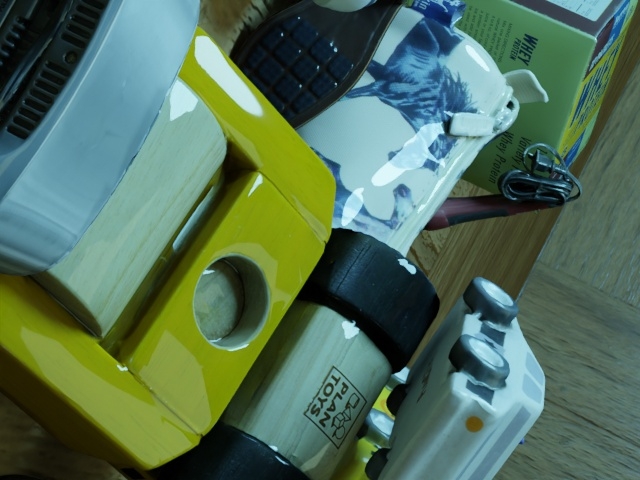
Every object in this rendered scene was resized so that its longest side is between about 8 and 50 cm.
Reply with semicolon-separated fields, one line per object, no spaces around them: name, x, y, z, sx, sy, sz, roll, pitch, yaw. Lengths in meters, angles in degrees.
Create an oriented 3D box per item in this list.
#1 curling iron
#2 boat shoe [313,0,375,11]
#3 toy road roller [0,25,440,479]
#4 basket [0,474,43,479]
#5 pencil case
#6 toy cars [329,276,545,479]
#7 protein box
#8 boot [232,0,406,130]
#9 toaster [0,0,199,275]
curling iron;0.090;-0.035;1.312;0.035;0.274;0.068;-87;165;-51
boat shoe;0.094;-0.314;0.948;0.136;0.156;0.367;-125;-137;-55
toy road roller;-0.114;0.035;0.897;0.329;0.240;0.202;49;62;-34
basket;-0.238;0.281;0.895;0.227;0.154;0.204;-38;149;-51
pencil case;0.000;0.000;1.151;0.410;0.183;0.160;-57;132;-19
toy cars;0.070;0.131;0.972;0.176;0.087;0.394;-58;-178;-21
protein box;0.155;-0.172;1.351;0.136;0.201;0.200;-49;159;-44
boot;0.007;-0.150;1.108;0.219;0.082;0.106;-47;179;4
toaster;-0.143;-0.075;0.651;0.227;0.129;0.146;-63;167;-6
